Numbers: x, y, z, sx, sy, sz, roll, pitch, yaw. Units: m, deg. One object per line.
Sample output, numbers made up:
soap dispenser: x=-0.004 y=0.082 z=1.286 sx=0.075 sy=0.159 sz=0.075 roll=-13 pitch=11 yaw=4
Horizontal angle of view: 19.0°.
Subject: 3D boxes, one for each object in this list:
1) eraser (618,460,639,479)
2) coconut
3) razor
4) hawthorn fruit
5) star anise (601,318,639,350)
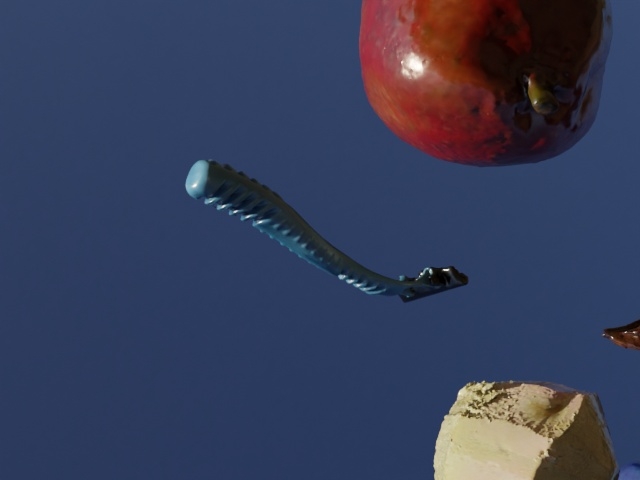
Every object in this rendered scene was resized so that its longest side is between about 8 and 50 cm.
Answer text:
eraser: x=0.386 y=0.259 z=1.568 sx=0.332 sy=0.101 sz=0.155 roll=16 pitch=180 yaw=-29
coconut: x=0.153 y=0.157 z=1.361 sx=0.122 sy=0.116 sz=0.116 roll=11 pitch=-144 yaw=27
razor: x=0.000 y=0.000 z=1.520 sx=0.253 sy=0.082 sz=0.042 roll=29 pitch=-118 yaw=-31
hawthorn fruit: x=0.171 y=-0.190 z=1.916 sx=0.265 sy=0.265 sz=0.307 roll=17 pitch=-161 yaw=-16
star anise: x=0.358 y=0.088 z=1.665 sx=0.158 sy=0.140 sz=0.144 roll=32 pitch=-165 yaw=-21
